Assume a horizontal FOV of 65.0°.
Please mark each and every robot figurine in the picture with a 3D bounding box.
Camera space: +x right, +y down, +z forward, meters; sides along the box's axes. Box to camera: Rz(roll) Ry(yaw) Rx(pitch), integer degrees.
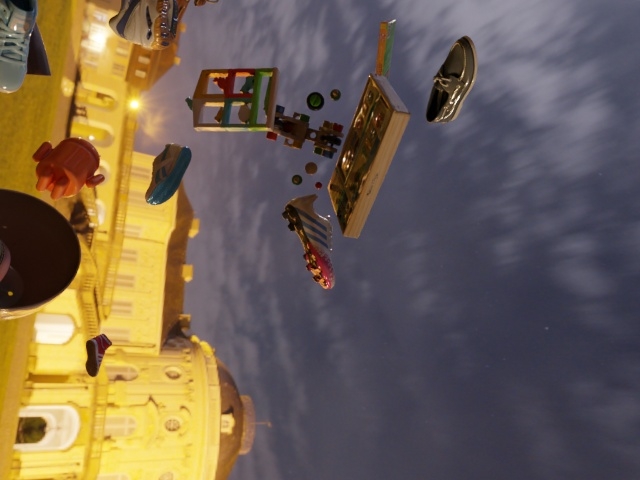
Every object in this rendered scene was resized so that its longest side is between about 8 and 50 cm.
[{"bbox_3d":[-0.712,-0.208,1.427,0.219,0.158,0.128,-78,169,-47],"label":"robot figurine"}]

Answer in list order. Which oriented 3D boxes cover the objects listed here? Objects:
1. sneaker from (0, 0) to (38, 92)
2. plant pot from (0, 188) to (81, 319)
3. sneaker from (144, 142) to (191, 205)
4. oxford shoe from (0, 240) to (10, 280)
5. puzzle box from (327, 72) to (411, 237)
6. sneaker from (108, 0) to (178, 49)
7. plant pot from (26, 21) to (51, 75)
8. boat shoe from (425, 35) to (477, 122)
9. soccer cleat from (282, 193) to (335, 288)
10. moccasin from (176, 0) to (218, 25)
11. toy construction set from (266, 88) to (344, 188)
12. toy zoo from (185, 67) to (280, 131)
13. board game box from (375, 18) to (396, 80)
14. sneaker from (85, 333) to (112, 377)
[{"bbox_3d":[-0.844,-0.584,1.357,0.150,0.135,0.365,21,-70,38],"label":"sneaker"},{"bbox_3d":[-0.691,0.059,1.073,0.191,0.284,0.284,-41,-133,38],"label":"plant pot"},{"bbox_3d":[-0.521,-0.220,1.676,0.092,0.087,0.228,20,-106,23],"label":"sneaker"},{"bbox_3d":[-0.654,0.119,0.774,0.146,0.141,0.396,123,-13,-56],"label":"oxford shoe"},{"bbox_3d":[0.126,-0.247,1.466,0.272,0.052,0.408,-104,-152,-51],"label":"puzzle box"},{"bbox_3d":[-0.341,-0.533,0.973,0.112,0.131,0.296,-39,143,-81],"label":"sneaker"},{"bbox_3d":[-0.978,-0.645,1.580,0.215,0.216,0.230,33,-57,59],"label":"plant pot"},{"bbox_3d":[0.417,-0.506,1.628,0.319,0.099,0.116,94,-28,-57],"label":"boat shoe"},{"bbox_3d":[0.000,0.000,1.668,0.116,0.143,0.331,10,-53,62],"label":"soccer cleat"},{"bbox_3d":[-0.378,-0.727,1.444,0.380,0.147,0.139,-47,-139,19],"label":"moccasin"},{"bbox_3d":[-0.044,-0.325,1.703,0.237,0.258,0.308,-91,174,-84],"label":"toy construction set"},{"bbox_3d":[-0.274,-0.424,1.516,0.030,0.294,0.192,34,61,-73],"label":"toy zoo"},{"bbox_3d":[0.241,-0.686,1.886,0.124,0.039,0.259,-52,149,-55],"label":"board game box"},{"bbox_3d":[-0.605,0.312,1.373,0.067,0.042,0.118,-42,144,-66],"label":"sneaker"}]
